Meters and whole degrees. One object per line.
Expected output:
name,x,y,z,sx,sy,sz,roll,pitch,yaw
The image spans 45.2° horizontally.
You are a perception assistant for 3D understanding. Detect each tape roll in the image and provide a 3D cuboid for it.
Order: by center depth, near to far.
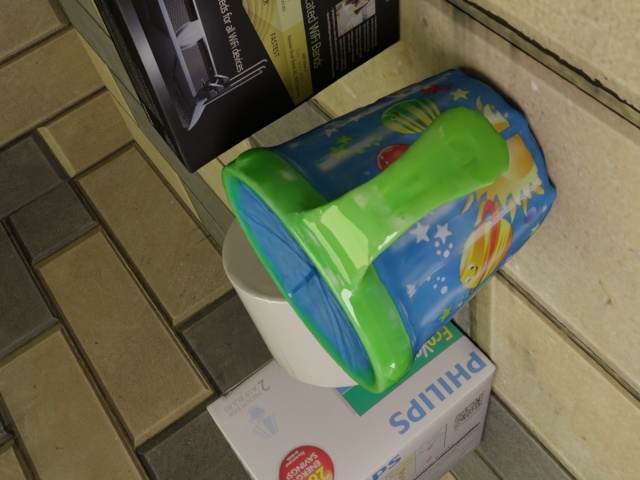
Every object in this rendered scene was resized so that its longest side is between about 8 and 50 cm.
tape roll,0.018,0.040,0.982,0.246,0.246,0.169,43,161,46

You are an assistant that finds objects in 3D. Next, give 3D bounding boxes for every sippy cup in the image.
sippy cup,0.069,-0.025,0.672,0.305,0.224,0.240,36,158,57

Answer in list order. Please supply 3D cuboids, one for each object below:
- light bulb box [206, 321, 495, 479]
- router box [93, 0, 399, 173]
light bulb box,0.060,0.291,1.197,0.225,0.358,0.361,47,164,29
router box,-0.055,-0.221,0.597,0.081,0.243,0.309,50,165,25
